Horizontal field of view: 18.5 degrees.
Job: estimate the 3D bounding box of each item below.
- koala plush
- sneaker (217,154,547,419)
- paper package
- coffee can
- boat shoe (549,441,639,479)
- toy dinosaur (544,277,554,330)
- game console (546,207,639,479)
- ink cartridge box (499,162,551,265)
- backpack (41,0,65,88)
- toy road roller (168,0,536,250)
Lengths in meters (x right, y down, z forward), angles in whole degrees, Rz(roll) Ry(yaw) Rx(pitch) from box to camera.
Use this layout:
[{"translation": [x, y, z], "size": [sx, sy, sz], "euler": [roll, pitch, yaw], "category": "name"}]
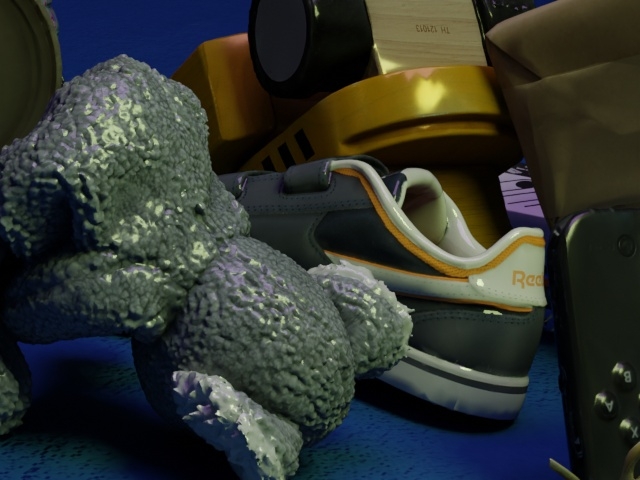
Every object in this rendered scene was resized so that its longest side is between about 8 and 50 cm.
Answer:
[{"translation": [-0.071, 0.035, 1.046], "size": [0.221, 0.203, 0.196], "euler": [36, 37, 13], "category": "koala plush"}, {"translation": [0.000, 0.000, 1.238], "size": [0.321, 0.127, 0.126], "euler": [20, 9, 24], "category": "sneaker"}, {"translation": [0.330, -0.121, 1.287], "size": [0.325, 0.168, 0.309], "euler": [-17, 4, -40], "category": "paper package"}, {"translation": [-0.333, -0.159, 1.561], "size": [0.201, 0.201, 0.275], "euler": [3, 15, -21], "category": "coffee can"}, {"translation": [0.184, 0.141, 0.853], "size": [0.285, 0.104, 0.089], "euler": [7, 39, -22], "category": "boat shoe"}, {"translation": [0.169, 0.037, 1.351], "size": [0.047, 0.090, 0.082], "euler": [8, -34, -43], "category": "toy dinosaur"}, {"translation": [0.291, 0.093, 1.031], "size": [0.293, 0.250, 0.173], "euler": [-1, -10, -32], "category": "game console"}, {"translation": [0.219, -0.012, 1.558], "size": [0.207, 0.046, 0.097], "euler": [13, 28, 28], "category": "ink cartridge box"}, {"translation": [-0.316, -0.205, 1.923], "size": [0.152, 0.115, 0.182], "euler": [5, 12, -1], "category": "backpack"}, {"translation": [0.020, -0.044, 1.430], "size": [0.202, 0.241, 0.329], "euler": [-1, -20, -31], "category": "toy road roller"}]
